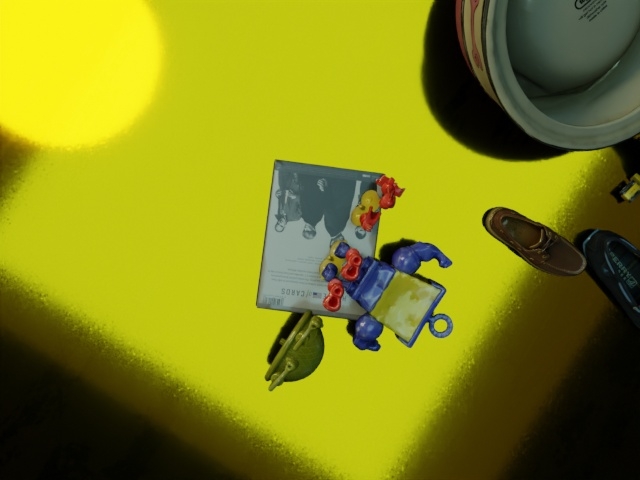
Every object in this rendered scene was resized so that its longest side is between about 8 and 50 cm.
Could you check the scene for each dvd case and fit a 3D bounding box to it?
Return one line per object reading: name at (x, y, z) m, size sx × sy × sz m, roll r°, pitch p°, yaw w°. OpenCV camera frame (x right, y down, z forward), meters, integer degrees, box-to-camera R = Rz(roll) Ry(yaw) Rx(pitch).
dvd case at (0.000, 0.000, 1.410) m, size 0.179 × 0.029 × 0.238 m, roll 7°, pitch 92°, yaw -2°

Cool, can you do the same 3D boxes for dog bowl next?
dog bowl at (0.376, -0.344, 1.285) m, size 0.408 × 0.150 × 0.408 m, roll -9°, pitch 115°, yaw -20°

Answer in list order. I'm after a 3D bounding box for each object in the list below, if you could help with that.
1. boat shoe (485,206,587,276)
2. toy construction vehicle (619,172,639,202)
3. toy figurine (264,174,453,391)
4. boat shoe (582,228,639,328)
boat shoe at (0.347, 0.006, 1.407) m, size 0.178 × 0.060 × 0.064 m, roll 30°, pitch 90°, yaw -3°
toy construction vehicle at (0.544, -0.082, 1.430) m, size 0.086 × 0.035 × 0.098 m, roll 43°, pitch 87°, yaw 8°
toy figurine at (0.096, 0.111, 1.318) m, size 0.217 × 0.191 × 0.362 m, roll 30°, pitch 92°, yaw -9°
boat shoe at (0.519, 0.091, 1.402) m, size 0.258 × 0.089 × 0.109 m, roll 37°, pitch 90°, yaw -3°
